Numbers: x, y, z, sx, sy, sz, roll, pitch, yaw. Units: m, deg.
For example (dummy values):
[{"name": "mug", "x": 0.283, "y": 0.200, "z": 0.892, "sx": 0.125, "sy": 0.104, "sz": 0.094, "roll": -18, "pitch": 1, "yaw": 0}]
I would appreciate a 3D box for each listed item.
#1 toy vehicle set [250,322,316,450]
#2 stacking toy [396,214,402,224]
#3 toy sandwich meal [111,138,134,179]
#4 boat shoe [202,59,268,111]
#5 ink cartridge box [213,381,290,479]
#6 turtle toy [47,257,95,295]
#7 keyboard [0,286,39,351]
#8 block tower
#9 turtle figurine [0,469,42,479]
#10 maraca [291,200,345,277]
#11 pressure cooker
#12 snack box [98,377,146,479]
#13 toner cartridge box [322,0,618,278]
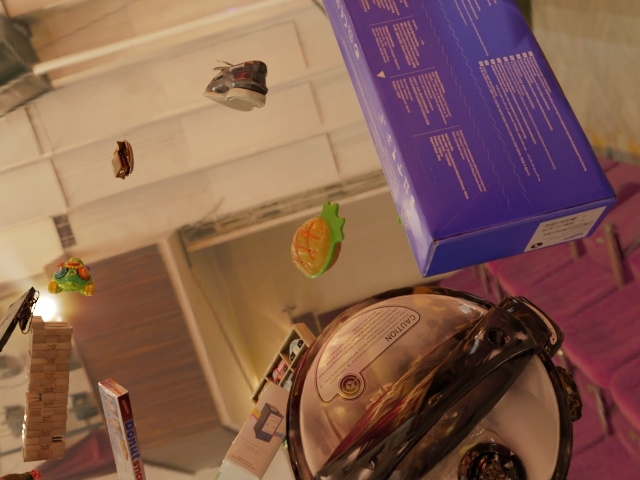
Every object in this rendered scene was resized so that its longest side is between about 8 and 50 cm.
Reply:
[{"name": "toy vehicle set", "x": -0.062, "y": 0.348, "z": 1.775, "sx": 0.035, "sy": 0.267, "sz": 0.166, "roll": -5, "pitch": -136, "yaw": -46}, {"name": "stacking toy", "x": 0.256, "y": -0.091, "z": 1.445, "sx": 0.052, "sy": 0.167, "sz": 0.221, "roll": 109, "pitch": -175, "yaw": -67}, {"name": "toy sandwich meal", "x": -0.411, "y": -0.168, "z": 1.547, "sx": 0.085, "sy": 0.029, "sz": 0.085, "roll": 20, "pitch": 114, "yaw": 57}, {"name": "boat shoe", "x": -0.159, "y": -0.293, "z": 1.400, "sx": 0.254, "sy": 0.095, "sz": 0.079, "roll": -161, "pitch": 85, "yaw": -71}, {"name": "ink cartridge box", "x": -0.135, "y": 0.441, "z": 1.644, "sx": 0.212, "sy": 0.093, "sz": 0.154, "roll": -55, "pitch": -6, "yaw": -40}, {"name": "turtle toy", "x": -0.529, "y": 0.075, "z": 1.599, "sx": 0.130, "sy": 0.095, "sz": 0.066, "roll": -148, "pitch": 64, "yaw": -72}, {"name": "keyboard", "x": -0.563, "y": 0.160, "z": 1.377, "sx": 0.038, "sy": 0.100, "sz": 0.192, "roll": 45, "pitch": -158, "yaw": -23}, {"name": "block tower", "x": -0.641, "y": 0.347, "z": 1.754, "sx": 0.091, "sy": 0.097, "sz": 0.335, "roll": -170, "pitch": 82, "yaw": -64}, {"name": "turtle figurine", "x": -0.709, "y": 0.583, "z": 1.673, "sx": 0.234, "sy": 0.175, "sz": 0.118, "roll": -17, "pitch": -87, "yaw": -51}, {"name": "maraca", "x": 0.000, "y": 0.000, "z": 1.595, "sx": 0.185, "sy": 0.099, "sz": 0.127, "roll": -55, "pitch": 46, "yaw": 38}, {"name": "pressure cooker", "x": 0.145, "y": 0.260, "z": 1.011, "sx": 0.420, "sy": 0.375, "sz": 0.370, "roll": 76, "pitch": -162, "yaw": -65}, {"name": "snack box", "x": -0.305, "y": 0.303, "z": 1.156, "sx": 0.064, "sy": 0.022, "sz": 0.178, "roll": 18, "pitch": 120, "yaw": 46}, {"name": "toner cartridge box", "x": 0.122, "y": -0.148, "z": 0.707, "sx": 0.075, "sy": 0.165, "sz": 0.348, "roll": 93, "pitch": 163, "yaw": -63}]
